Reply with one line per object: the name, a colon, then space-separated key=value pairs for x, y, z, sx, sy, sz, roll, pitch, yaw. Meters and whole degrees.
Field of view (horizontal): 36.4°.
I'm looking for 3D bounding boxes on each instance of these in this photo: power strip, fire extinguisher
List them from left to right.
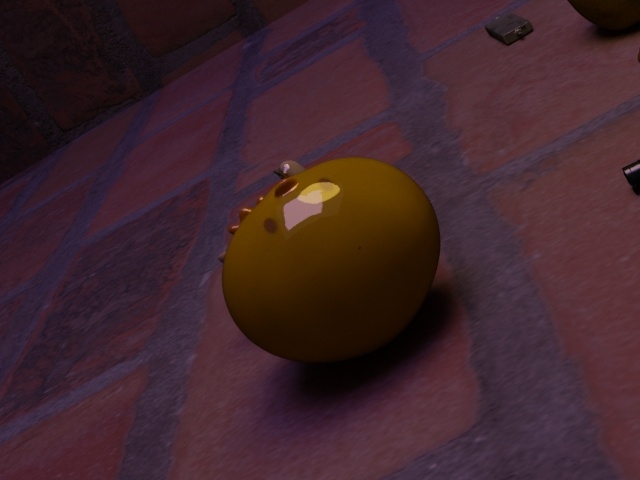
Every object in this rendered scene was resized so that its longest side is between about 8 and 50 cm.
power strip: x=0.298 y=-0.336 z=1.540 sx=0.051 sy=0.019 sz=0.136 roll=-29 pitch=20 yaw=4
fire extinguisher: x=0.323 y=-0.075 z=0.901 sx=0.083 sy=0.025 sz=0.038 roll=-27 pitch=-2 yaw=14

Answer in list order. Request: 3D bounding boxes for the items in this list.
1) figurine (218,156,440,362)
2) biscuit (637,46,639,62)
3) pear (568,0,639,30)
figurine: x=0.000 y=0.000 z=0.990 sx=0.215 sy=0.187 sz=0.344 roll=-41 pitch=14 yaw=3
biscuit: x=0.432 y=-0.279 z=0.984 sx=0.289 sy=0.081 sz=0.334 roll=-54 pitch=5 yaw=8
pear: x=0.399 y=-0.384 z=1.271 sx=0.197 sy=0.197 sz=0.197 roll=-28 pitch=21 yaw=12
